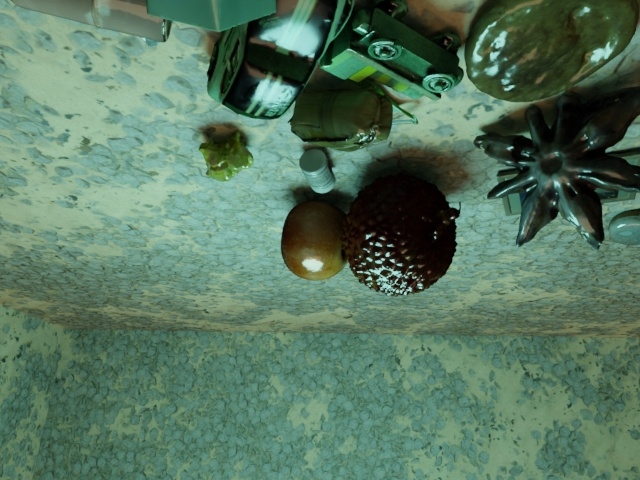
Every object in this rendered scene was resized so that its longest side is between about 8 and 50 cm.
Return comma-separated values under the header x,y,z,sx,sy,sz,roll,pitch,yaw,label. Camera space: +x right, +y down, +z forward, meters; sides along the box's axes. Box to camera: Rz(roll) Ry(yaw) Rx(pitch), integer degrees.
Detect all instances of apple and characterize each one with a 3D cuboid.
x,y,z,sx,sy,sz,roll,pitch,yaw,label
0.000,0.000,1.214,0.162,0.201,0.201,10,161,18,apple

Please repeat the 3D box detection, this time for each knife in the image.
x,y,z,sx,sy,sz,roll,pitch,yaw,label
0.097,-0.240,0.849,0.078,0.023,0.166,1,161,42,knife

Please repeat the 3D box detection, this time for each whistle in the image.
x,y,z,sx,sy,sz,roll,pitch,yaw,label
0.781,-0.051,1.202,0.107,0.057,0.220,18,152,-1,whistle

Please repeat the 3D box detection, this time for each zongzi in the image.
x,y,z,sx,sy,sz,roll,pitch,yaw,label
0.071,-0.191,0.848,0.197,0.099,0.194,13,-177,-42,zongzi

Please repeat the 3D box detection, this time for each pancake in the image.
x,y,z,sx,sy,sz,roll,pitch,yaw,label
0.324,-0.272,0.710,0.241,0.050,0.242,-3,160,-1,pancake

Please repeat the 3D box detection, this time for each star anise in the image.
x,y,z,sx,sy,sz,roll,pitch,yaw,label
0.436,-0.123,0.854,0.359,0.316,0.139,32,-149,34,star anise

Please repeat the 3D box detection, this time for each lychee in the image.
x,y,z,sx,sy,sz,roll,pitch,yaw,label
0.175,-0.013,1.085,0.264,0.264,0.300,17,151,-32,lychee

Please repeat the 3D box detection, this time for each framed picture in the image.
x,y,z,sx,sy,sz,roll,pitch,yaw,label
0.542,-0.121,1.099,0.281,0.019,0.209,-8,155,25,framed picture

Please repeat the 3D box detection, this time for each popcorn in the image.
x,y,z,sx,sy,sz,roll,pitch,yaw,label
-0.186,-0.162,0.994,0.097,0.089,0.109,-26,-174,-35,popcorn

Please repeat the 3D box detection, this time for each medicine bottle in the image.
x,y,z,sx,sy,sz,roll,pitch,yaw,label
-0.005,-0.144,1.045,0.058,0.058,0.091,-3,157,14,medicine bottle

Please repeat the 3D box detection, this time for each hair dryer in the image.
x,y,z,sx,sy,sz,roll,pitch,yaw,label
-0.237,-0.372,0.502,0.189,0.107,0.344,10,147,-14,hair dryer

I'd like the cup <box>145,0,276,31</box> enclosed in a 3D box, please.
x,y,z,sx,sy,sz,roll,pitch,yaw,label
-0.105,-0.337,0.450,0.134,0.148,0.236,-9,140,-17,cup

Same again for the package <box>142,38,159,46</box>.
x,y,z,sx,sy,sz,roll,pitch,yaw,label
-0.269,-0.315,0.712,0.037,0.015,0.110,-9,154,28,package

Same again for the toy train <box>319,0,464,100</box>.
x,y,z,sx,sy,sz,roll,pitch,yaw,label
0.111,-0.265,0.727,0.200,0.083,0.132,18,164,-33,toy train

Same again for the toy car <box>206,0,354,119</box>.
x,y,z,sx,sy,sz,roll,pitch,yaw,label
-0.066,-0.259,0.691,0.136,0.125,0.306,13,157,-23,toy car
